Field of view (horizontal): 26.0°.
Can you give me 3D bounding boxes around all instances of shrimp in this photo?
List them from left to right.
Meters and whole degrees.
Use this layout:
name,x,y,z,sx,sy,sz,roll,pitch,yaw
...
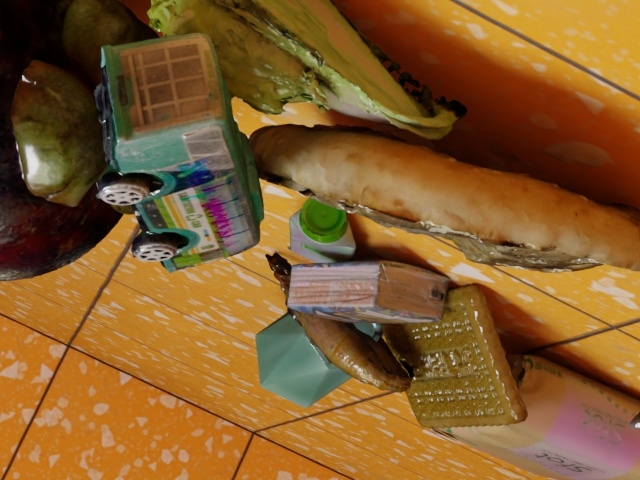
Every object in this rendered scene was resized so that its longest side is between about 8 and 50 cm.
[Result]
name,x,y,z,sx,sy,sz,roll,pitch,yaw
shrimp,0.015,0.112,1.739,0.117,0.066,0.262,30,-167,-49

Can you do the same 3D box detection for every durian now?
name,x,y,z,sx,sy,sz,roll,pitch,yaw
durian,-0.056,-0.168,1.016,0.375,0.132,0.106,33,131,-18

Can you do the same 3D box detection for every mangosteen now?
name,x,y,z,sx,sy,sz,roll,pitch,yaw
mangosteen,-0.261,-0.101,1.191,0.300,0.300,0.300,22,164,7

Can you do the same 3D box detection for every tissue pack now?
name,x,y,z,sx,sy,sz,roll,pitch,yaw
tissue pack,0.054,0.062,1.606,0.116,0.065,0.155,15,166,-40
tissue pack,0.300,0.229,1.755,0.257,0.123,0.215,21,164,-18

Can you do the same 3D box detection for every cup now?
name,x,y,z,sx,sy,sz,roll,pitch,yaw
cup,0.004,0.147,1.897,0.148,0.134,0.236,24,163,-11

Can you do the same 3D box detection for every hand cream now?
name,x,y,z,sx,sy,sz,roll,pitch,yaw
hand cream,0.000,-0.001,1.601,0.079,0.050,0.275,50,172,9

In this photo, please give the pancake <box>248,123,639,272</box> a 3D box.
name,x,y,z,sx,sy,sz,roll,pitch,yaw
pancake,0.112,-0.032,1.175,0.387,0.082,0.387,17,179,0

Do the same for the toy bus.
name,x,y,z,sx,sy,sz,roll,pitch,yaw
toy bus,-0.104,-0.056,1.015,0.109,0.091,0.261,-11,161,0

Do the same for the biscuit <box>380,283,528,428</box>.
name,x,y,z,sx,sy,sz,roll,pitch,yaw
biscuit,0.149,0.144,1.667,0.254,0.029,0.172,-19,92,66

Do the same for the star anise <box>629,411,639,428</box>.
name,x,y,z,sx,sy,sz,roll,pitch,yaw
star anise,0.401,0.124,1.296,0.212,0.129,0.282,4,165,7
